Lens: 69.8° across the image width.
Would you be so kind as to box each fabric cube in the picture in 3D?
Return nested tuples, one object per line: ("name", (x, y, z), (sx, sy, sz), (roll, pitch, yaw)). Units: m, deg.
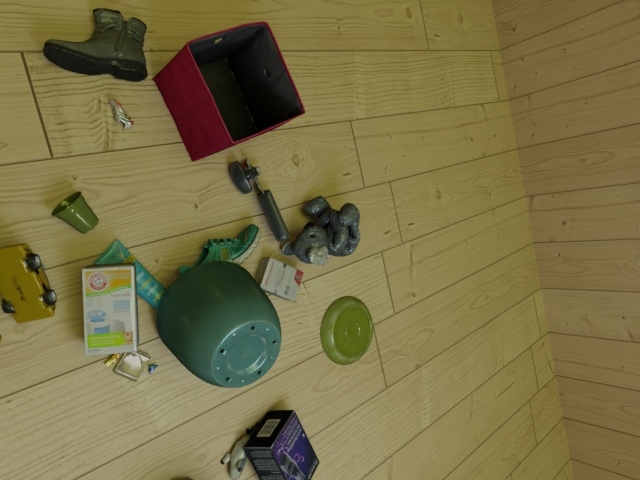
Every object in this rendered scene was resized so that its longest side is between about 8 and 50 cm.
("fabric cube", (-0.248, -0.393, 1.239), (0.254, 0.258, 0.259), (-33, 107, -33))

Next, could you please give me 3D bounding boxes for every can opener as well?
("can opener", (-0.181, -0.122, 1.404), (0.093, 0.074, 0.280), (-27, 105, 0))

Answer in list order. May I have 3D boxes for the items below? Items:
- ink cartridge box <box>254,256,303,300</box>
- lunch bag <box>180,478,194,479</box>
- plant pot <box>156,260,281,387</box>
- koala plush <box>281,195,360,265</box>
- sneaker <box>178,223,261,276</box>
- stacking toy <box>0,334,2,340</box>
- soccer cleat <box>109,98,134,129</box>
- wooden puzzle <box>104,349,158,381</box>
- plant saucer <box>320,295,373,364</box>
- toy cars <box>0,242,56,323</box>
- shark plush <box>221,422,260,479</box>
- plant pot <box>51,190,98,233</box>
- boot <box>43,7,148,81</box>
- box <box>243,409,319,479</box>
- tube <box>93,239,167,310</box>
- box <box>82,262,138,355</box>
("ink cartridge box", (-0.131, 0.120, 1.425), (0.135, 0.056, 0.099), (28, 71, -33))
("lunch bag", (-0.295, 0.755, 1.112), (0.212, 0.305, 0.256), (-2, 90, -38))
("plant pot", (-0.235, 0.230, 1.169), (0.293, 0.235, 0.293), (-16, 118, -31))
("koala plush", (0.000, 0.000, 1.455), (0.221, 0.196, 0.203), (-36, 128, -37))
("sneaker", (-0.276, 0.035, 1.296), (0.275, 0.107, 0.110), (-44, 104, -30))
("stacking toy", (-0.758, 0.249, 0.813), (0.309, 0.279, 0.130), (12, 91, -38))
("soccer cleat", (-0.515, -0.323, 1.174), (0.035, 0.029, 0.083), (-49, 120, -33))
("wooden puzzle", (-0.483, 0.316, 1.175), (0.116, 0.014, 0.078), (45, 67, -27))
("plant saucer", (0.105, 0.317, 1.608), (0.241, 0.037, 0.241), (2, 87, -38))
("toy cars", (-0.722, 0.027, 0.957), (0.393, 0.087, 0.176), (37, 103, -28))
("shark plush", (-0.229, 0.614, 1.347), (0.067, 0.073, 0.161), (62, 33, -40))
("plant pot", (-0.575, -0.060, 1.090), (0.083, 0.083, 0.079), (-53, 130, -27))
("boot", (-0.552, -0.496, 1.136), (0.246, 0.083, 0.161), (-2, 82, -43))
("box", (-0.111, 0.633, 1.352), (0.207, 0.108, 0.153), (66, 31, -15))
("tube", (-0.470, 0.097, 1.178), (0.207, 0.052, 0.080), (47, 57, -18))
("box", (-0.496, 0.158, 1.092), (0.114, 0.103, 0.203), (-1, 92, -19))
